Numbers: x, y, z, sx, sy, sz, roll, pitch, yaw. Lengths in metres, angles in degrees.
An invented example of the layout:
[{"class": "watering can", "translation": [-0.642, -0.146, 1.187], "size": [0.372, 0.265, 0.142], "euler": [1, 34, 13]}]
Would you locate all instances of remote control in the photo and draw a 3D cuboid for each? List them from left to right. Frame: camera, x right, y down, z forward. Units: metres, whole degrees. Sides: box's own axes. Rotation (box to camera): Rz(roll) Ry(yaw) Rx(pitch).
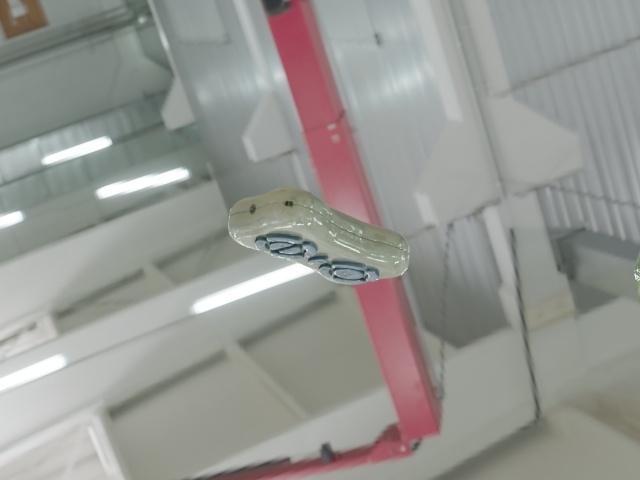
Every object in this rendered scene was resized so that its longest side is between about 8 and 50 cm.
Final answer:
[{"class": "remote control", "translation": [0.000, 0.000, 0.779], "size": [0.122, 0.032, 0.074], "euler": [23, 156, -36]}]

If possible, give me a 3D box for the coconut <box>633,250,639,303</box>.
[{"class": "coconut", "translation": [0.376, 0.010, 0.971], "size": [0.235, 0.236, 0.204], "euler": [-20, -165, -7]}]
